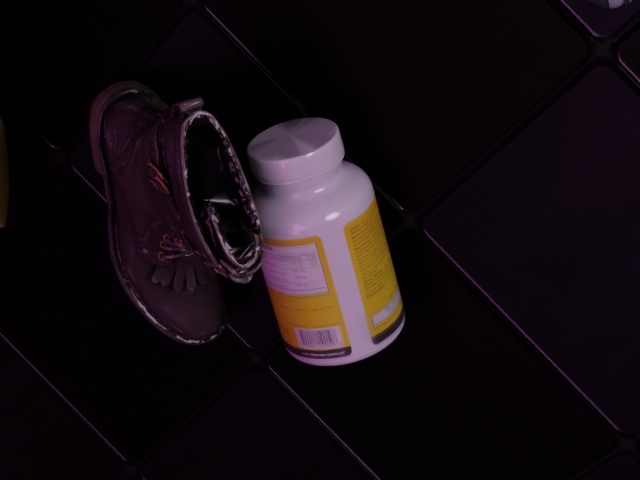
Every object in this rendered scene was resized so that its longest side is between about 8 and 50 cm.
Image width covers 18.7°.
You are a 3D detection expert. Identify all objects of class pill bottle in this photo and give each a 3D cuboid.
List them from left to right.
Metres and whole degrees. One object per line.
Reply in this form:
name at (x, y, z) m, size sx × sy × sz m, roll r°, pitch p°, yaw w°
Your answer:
pill bottle at (0.000, 0.000, 1.544) m, size 0.103 × 0.103 × 0.184 m, roll 4°, pitch 123°, yaw 33°

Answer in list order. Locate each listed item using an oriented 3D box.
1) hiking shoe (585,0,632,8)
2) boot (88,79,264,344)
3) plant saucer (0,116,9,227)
hiking shoe at (0.234, -0.289, 1.195) m, size 0.132 × 0.113 × 0.304 m, roll 2°, pitch 121°, yaw -2°
boot at (-0.104, -0.006, 1.548) m, size 0.229 × 0.091 × 0.263 m, roll 31°, pitch 143°, yaw 62°
plant saucer at (-0.401, -0.169, 1.639) m, size 0.332 × 0.081 × 0.333 m, roll 35°, pitch 169°, yaw 9°
